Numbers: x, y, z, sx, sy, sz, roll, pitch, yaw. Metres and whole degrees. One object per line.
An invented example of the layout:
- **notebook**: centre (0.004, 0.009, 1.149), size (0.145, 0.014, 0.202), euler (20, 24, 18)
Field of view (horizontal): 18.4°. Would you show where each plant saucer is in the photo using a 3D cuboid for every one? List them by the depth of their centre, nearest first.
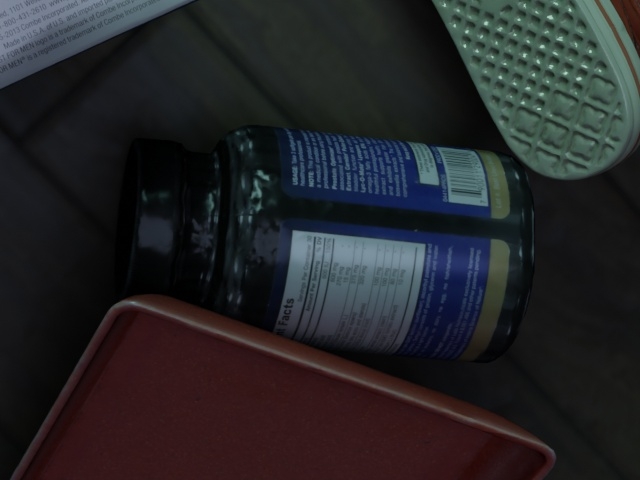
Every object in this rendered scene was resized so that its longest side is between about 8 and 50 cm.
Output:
- **plant saucer**: centre (-0.041, 0.141, 1.109), size (0.258, 0.047, 0.259), euler (20, 129, -16)

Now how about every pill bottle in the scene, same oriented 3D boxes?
- **pill bottle**: centre (0.000, 0.000, 1.098), size (0.219, 0.123, 0.122), euler (6, 101, -12)

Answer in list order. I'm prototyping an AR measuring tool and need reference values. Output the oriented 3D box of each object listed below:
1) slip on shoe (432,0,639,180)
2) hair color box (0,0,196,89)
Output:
- **slip on shoe**: centre (0.101, -0.196, 1.099), size (0.123, 0.101, 0.331), euler (-21, 97, 32)
- **hair color box**: centre (-0.189, -0.249, 0.916), size (0.174, 0.105, 0.347), euler (-25, 110, -6)
